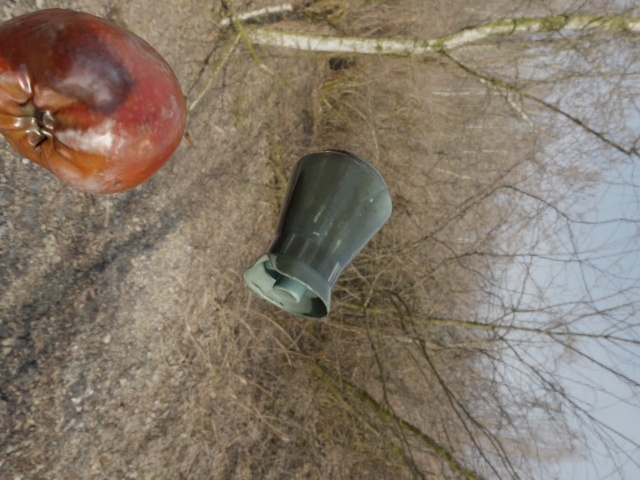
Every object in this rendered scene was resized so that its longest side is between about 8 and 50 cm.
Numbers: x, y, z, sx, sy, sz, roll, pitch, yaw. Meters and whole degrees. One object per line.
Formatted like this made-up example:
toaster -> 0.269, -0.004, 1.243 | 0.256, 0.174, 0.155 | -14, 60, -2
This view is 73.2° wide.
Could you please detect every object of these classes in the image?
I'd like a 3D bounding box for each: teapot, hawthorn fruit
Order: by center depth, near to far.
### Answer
teapot -> 0.000, 0.000, 0.656 | 0.225, 0.170, 0.203 | -62, 152, -27
hawthorn fruit -> -0.354, -0.207, 0.662 | 0.284, 0.284, 0.285 | 5, 90, -76
